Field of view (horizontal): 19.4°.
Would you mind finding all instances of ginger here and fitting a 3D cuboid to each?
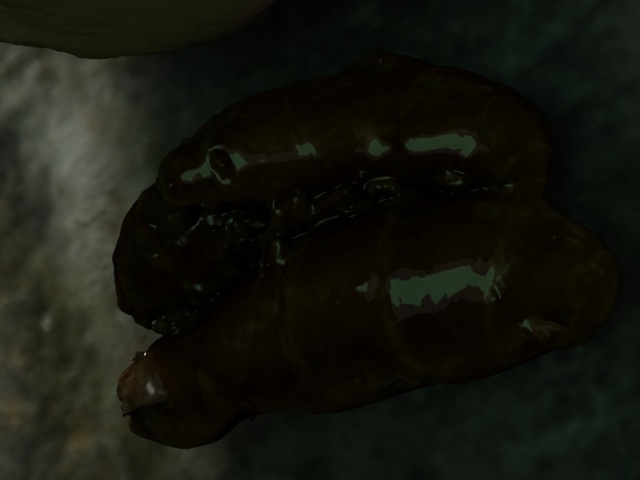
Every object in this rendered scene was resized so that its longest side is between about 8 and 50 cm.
[{"bbox_3d":[0.000,0.000,0.545,0.162,0.073,0.103,-18,81,21],"label":"ginger"}]

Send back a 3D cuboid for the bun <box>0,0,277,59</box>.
[{"bbox_3d":[-0.055,-0.149,0.548,0.178,0.128,0.193,-2,76,21],"label":"bun"}]
